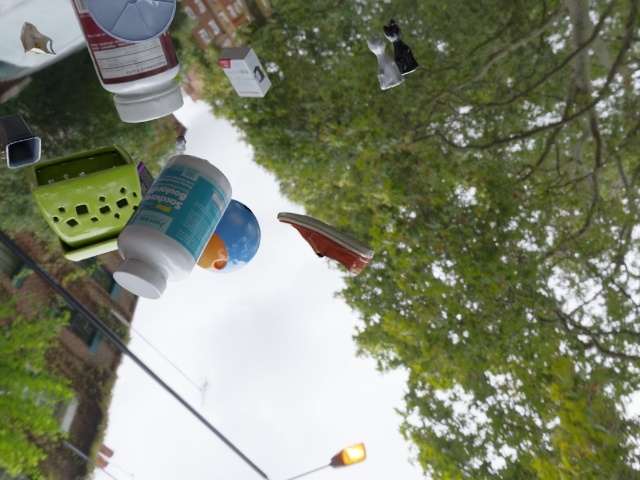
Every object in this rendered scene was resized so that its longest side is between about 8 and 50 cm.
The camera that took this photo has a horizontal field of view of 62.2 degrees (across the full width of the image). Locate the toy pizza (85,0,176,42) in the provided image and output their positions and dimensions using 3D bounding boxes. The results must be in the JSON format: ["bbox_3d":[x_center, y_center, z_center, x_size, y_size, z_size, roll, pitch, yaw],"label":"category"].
[{"bbox_3d":[-0.439,-0.564,1.229,0.201,0.201,0.032,-35,-141,-1],"label":"toy pizza"}]

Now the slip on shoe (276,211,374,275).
[{"bbox_3d":[0.000,0.000,1.577,0.331,0.123,0.101,28,-79,21],"label":"slip on shoe"}]

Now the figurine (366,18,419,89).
[{"bbox_3d":[0.268,-0.719,2.037,0.092,0.209,0.215,-4,-147,44],"label":"figurine"}]

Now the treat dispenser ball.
[{"bbox_3d":[-0.367,-0.019,1.982,0.288,0.288,0.288,-25,-149,16],"label":"treat dispenser ball"}]

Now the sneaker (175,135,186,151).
[{"bbox_3d":[-0.498,-0.351,1.878,0.040,0.043,0.109,-11,172,-17],"label":"sneaker"}]

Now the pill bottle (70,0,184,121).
[{"bbox_3d":[-0.522,-0.544,1.457,0.224,0.392,0.224,-8,-149,5],"label":"pill bottle"}]

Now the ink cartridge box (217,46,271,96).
[{"bbox_3d":[-0.283,-0.631,1.992,0.128,0.175,0.072,10,-119,30],"label":"ink cartridge box"}]

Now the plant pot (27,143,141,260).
[{"bbox_3d":[-0.550,-0.089,1.279,0.228,0.207,0.227,-19,-150,-23],"label":"plant pot"}]

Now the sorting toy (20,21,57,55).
[{"bbox_3d":[-0.712,-0.499,1.347,0.045,0.083,0.075,-32,163,32],"label":"sorting toy"}]

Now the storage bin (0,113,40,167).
[{"bbox_3d":[-0.824,-0.269,1.427,0.098,0.091,0.135,-26,171,-34],"label":"storage bin"}]

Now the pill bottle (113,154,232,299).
[{"bbox_3d":[-0.280,-0.024,0.997,0.146,0.146,0.264,-7,-131,38],"label":"pill bottle"}]

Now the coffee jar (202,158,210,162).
[{"bbox_3d":[-0.455,-0.222,1.869,0.079,0.096,0.184,-4,-160,23],"label":"coffee jar"}]

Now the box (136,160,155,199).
[{"bbox_3d":[-0.700,-0.217,2.111,0.029,0.162,0.116,-10,-140,20],"label":"box"}]
